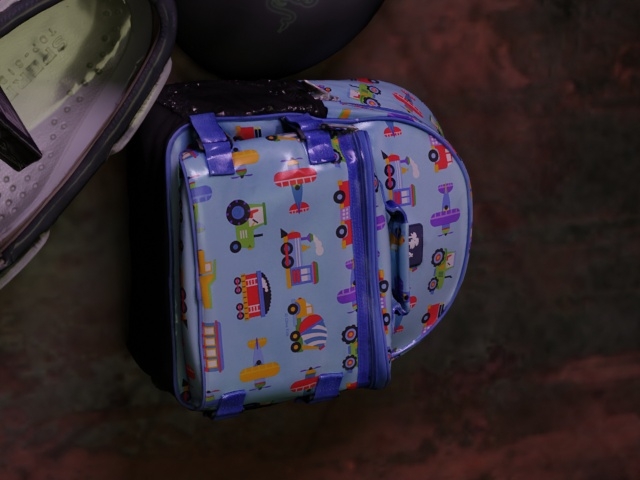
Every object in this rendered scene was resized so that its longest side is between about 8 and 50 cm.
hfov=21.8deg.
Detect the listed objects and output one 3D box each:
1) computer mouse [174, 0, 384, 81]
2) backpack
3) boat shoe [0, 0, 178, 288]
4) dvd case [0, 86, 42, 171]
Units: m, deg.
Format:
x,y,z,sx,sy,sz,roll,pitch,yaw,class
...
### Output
x,y,z,sx,sy,sz,roll,pitch,yaw,class
0.004,-0.203,0.777,0.188,0.072,0.272,16,96,-24,computer mouse
0.000,0.000,0.800,0.173,0.117,0.158,-5,105,-23,backpack
-0.184,-0.017,0.738,0.114,0.091,0.302,40,87,-24,boat shoe
-0.183,-0.133,0.627,0.018,0.164,0.221,-32,83,-2,dvd case
